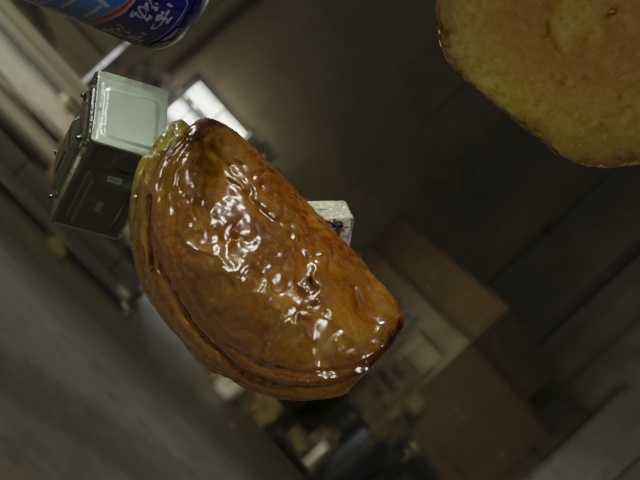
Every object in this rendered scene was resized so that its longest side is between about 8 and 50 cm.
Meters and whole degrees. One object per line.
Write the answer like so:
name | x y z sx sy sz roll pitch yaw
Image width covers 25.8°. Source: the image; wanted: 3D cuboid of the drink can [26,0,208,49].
drink can | -0.183 -0.200 0.890 0.235 0.097 0.097 16 23 -45

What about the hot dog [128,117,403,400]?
hot dog | -0.058 0.019 1.229 0.272 0.122 0.196 43 43 -3

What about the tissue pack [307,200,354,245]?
tissue pack | 0.000 0.000 1.834 0.059 0.074 0.094 -118 -149 -56

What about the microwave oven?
microwave oven | -0.322 -0.126 2.085 0.129 0.205 0.163 17 47 -19

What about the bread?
bread | 0.213 -0.178 1.043 0.268 0.268 0.145 48 40 -16
